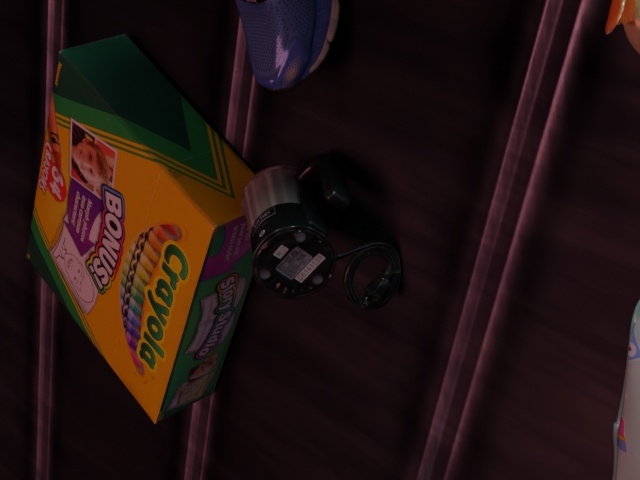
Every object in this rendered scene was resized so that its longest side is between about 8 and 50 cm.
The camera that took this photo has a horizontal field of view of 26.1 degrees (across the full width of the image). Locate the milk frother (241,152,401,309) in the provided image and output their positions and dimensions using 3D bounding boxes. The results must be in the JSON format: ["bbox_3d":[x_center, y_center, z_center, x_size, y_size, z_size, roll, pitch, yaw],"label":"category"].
[{"bbox_3d":[0.000,0.000,1.417,0.143,0.129,0.135,54,-168,-29],"label":"milk frother"}]

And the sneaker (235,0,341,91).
[{"bbox_3d":[-0.081,-0.299,1.312,0.129,0.147,0.330,8,114,51],"label":"sneaker"}]

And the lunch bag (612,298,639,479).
[{"bbox_3d":[0.338,0.163,1.035,0.224,0.108,0.279,24,128,37],"label":"lunch bag"}]

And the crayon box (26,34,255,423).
[{"bbox_3d":[-0.220,-0.010,1.685,0.313,0.106,0.363,48,140,26],"label":"crayon box"}]

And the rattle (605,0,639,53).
[{"bbox_3d":[0.212,-0.165,0.948,0.142,0.199,0.130,20,123,47],"label":"rattle"}]
